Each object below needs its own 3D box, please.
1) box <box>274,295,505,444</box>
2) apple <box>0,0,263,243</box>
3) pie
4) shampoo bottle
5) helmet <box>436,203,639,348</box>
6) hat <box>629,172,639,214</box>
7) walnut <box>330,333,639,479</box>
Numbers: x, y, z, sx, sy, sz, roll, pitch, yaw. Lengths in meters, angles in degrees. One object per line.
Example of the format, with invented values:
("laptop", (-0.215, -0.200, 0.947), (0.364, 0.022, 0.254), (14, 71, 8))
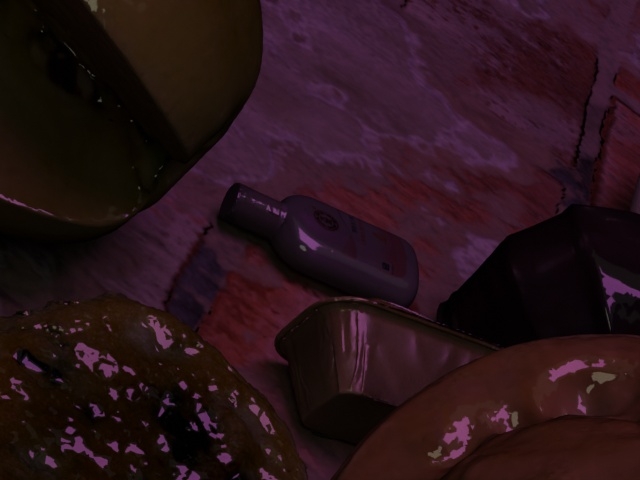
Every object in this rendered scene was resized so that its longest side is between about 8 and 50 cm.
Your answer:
("box", (0.055, 0.096, 1.424), (0.177, 0.111, 0.111), (21, 34, -24))
("apple", (-0.177, -0.139, 1.333), (0.254, 0.292, 0.292), (48, 31, -2))
("pie", (-0.120, 0.159, 1.198), (0.323, 0.070, 0.323), (26, 34, -19))
("shampoo bottle", (0.000, 0.000, 1.552), (0.165, 0.040, 0.080), (25, 35, -20))
("helmet", (0.250, 0.081, 1.565), (0.305, 0.177, 0.225), (19, 33, -25))
("hat", (0.413, -0.005, 1.878), (0.226, 0.164, 0.219), (23, 28, 20))
("walnut", (0.187, 0.230, 1.134), (0.383, 0.383, 0.383), (25, 33, -18))
